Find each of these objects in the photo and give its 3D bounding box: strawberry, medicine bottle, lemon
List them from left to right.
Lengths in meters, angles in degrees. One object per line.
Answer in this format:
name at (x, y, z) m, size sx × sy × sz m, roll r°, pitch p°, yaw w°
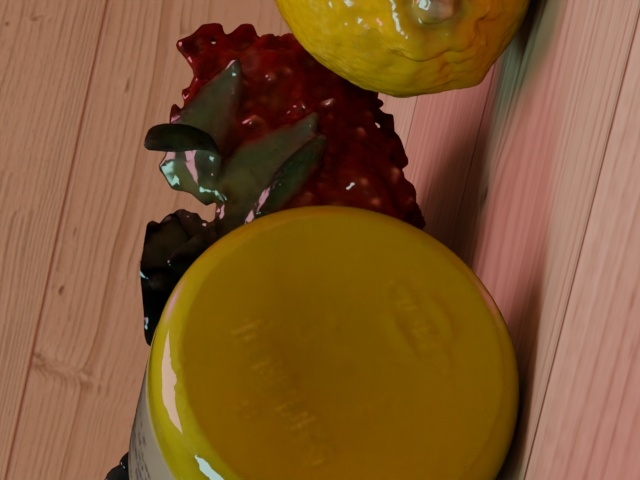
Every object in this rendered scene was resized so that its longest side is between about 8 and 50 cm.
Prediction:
medicine bottle at (-0.010, 0.083, 0.702) m, size 0.212 × 0.122 × 0.121 m, roll 111°, pitch 170°, yaw -63°
strawberry at (0.000, 0.000, 0.862) m, size 0.286 × 0.106 × 0.188 m, roll -19°, pitch -69°, yaw -80°
lemon at (0.033, -0.116, 0.771) m, size 0.155 × 0.114 × 0.114 m, roll -101°, pitch 23°, yaw -60°

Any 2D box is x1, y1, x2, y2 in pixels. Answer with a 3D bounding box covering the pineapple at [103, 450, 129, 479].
pineapple at (-0.058, 0.151, 0.970) m, size 0.278 × 0.158 × 0.157 m, roll -79°, pitch 4°, yaw -60°
